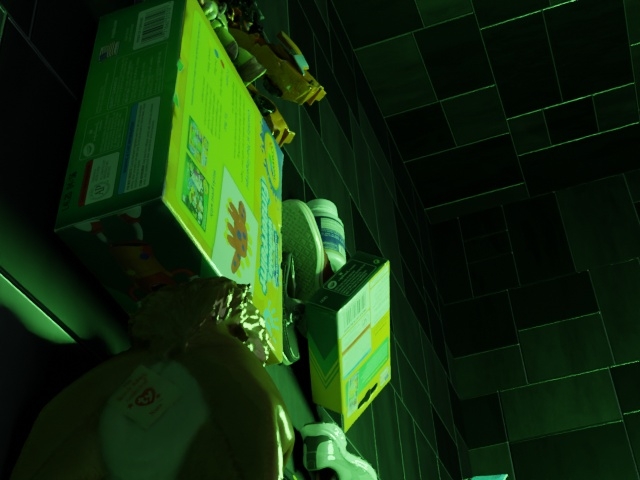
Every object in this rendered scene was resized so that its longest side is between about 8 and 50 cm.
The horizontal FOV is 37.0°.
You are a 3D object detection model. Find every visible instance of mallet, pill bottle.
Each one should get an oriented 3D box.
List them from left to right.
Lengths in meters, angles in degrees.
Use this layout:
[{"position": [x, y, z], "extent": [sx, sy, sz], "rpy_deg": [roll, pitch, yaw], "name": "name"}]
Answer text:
[{"position": [-0.041, 0.436, 1.740], "extent": [0.062, 0.039, 0.190], "rpy_deg": [-87, 154, -48], "name": "mallet"}, {"position": [0.000, 0.000, 2.196], "extent": [0.112, 0.112, 0.187], "rpy_deg": [61, 19, -45], "name": "pill bottle"}]

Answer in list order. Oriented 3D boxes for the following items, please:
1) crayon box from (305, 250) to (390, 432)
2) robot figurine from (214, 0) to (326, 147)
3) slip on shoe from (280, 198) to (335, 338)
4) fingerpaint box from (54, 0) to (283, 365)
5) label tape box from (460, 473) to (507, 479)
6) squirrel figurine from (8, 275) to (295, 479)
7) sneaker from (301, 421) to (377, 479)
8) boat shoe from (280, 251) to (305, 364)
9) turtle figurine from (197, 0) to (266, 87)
[{"position": [0.062, 0.212, 1.992], "extent": [0.203, 0.083, 0.323], "rpy_deg": [-42, 139, -44], "name": "crayon box"}, {"position": [-0.132, -0.311, 1.703], "extent": [0.291, 0.211, 0.085], "rpy_deg": [50, 29, 19], "name": "robot figurine"}, {"position": [-0.029, 0.055, 1.988], "extent": [0.101, 0.123, 0.331], "rpy_deg": [-61, 142, -51], "name": "slip on shoe"}, {"position": [-0.196, -0.079, 1.400], "extent": [0.371, 0.163, 0.445], "rpy_deg": [59, 21, -45], "name": "fingerpaint box"}, {"position": [0.206, 0.569, 1.906], "extent": [0.249, 0.347, 0.115], "rpy_deg": [8, 68, -75], "name": "label tape box"}, {"position": [-0.128, 0.259, 1.112], "extent": [0.370, 0.281, 0.397], "rpy_deg": [70, 15, -44], "name": "squirrel figurine"}, {"position": [0.031, 0.465, 1.892], "extent": [0.271, 0.100, 0.108], "rpy_deg": [55, 34, -41], "name": "sneaker"}, {"position": [-0.066, 0.129, 1.874], "extent": [0.080, 0.073, 0.224], "rpy_deg": [29, 47, -71], "name": "boat shoe"}, {"position": [-0.187, -0.351, 1.574], "extent": [0.217, 0.087, 0.269], "rpy_deg": [49, -17, -21], "name": "turtle figurine"}]
